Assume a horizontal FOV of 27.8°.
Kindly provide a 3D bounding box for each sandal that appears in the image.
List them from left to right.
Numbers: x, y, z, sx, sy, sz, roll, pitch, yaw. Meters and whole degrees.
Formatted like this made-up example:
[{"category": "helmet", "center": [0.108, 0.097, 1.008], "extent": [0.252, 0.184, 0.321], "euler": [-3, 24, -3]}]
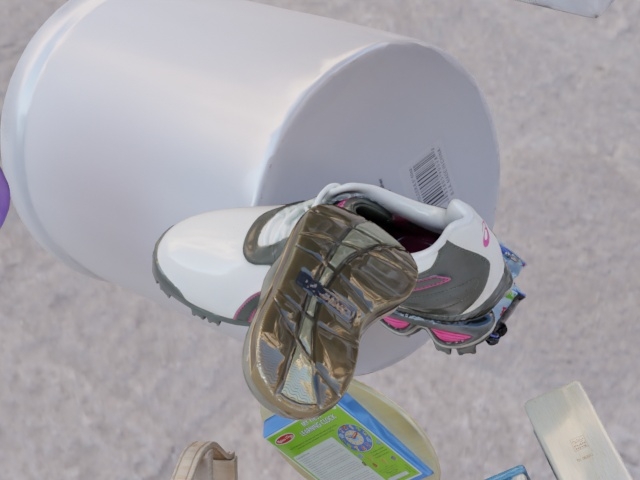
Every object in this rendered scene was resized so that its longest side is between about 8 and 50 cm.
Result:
[{"category": "sandal", "center": [-0.002, 0.037, 0.666], "extent": [0.072, 0.049, 0.180], "euler": [40, 34, -5]}]

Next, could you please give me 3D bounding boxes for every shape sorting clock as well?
[{"category": "shape sorting clock", "center": [0.029, 0.207, 1.334], "extent": [0.206, 0.206, 0.040], "euler": [19, 50, 16]}]

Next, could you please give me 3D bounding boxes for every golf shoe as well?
[{"category": "golf shoe", "center": [0.000, 0.000, 0.924], "extent": [0.273, 0.120, 0.105], "euler": [4, 54, 19]}]

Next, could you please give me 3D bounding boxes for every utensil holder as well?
[{"category": "utensil holder", "center": [-0.071, -0.069, 1.242], "extent": [0.328, 0.327, 0.385], "euler": [-37, 37, -27]}]

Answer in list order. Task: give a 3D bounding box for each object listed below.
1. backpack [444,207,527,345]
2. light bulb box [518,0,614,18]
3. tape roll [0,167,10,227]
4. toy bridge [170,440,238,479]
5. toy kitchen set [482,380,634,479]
[{"category": "backpack", "center": [0.109, 0.021, 1.094], "extent": [0.114, 0.105, 0.084], "euler": [31, 89, -19]}, {"category": "light bulb box", "center": [0.085, -0.347, 0.759], "extent": [0.358, 0.225, 0.361], "euler": [21, 49, 29]}, {"category": "tape roll", "center": [-0.349, -0.038, 1.026], "extent": [0.189, 0.080, 0.189], "euler": [-10, 39, 8]}, {"category": "toy bridge", "center": [-0.111, 0.217, 1.178], "extent": [0.026, 0.063, 0.188], "euler": [0, 5, 12]}, {"category": "toy kitchen set", "center": [0.165, 0.248, 1.107], "extent": [0.207, 0.166, 0.122], "euler": [-23, 43, 3]}]
